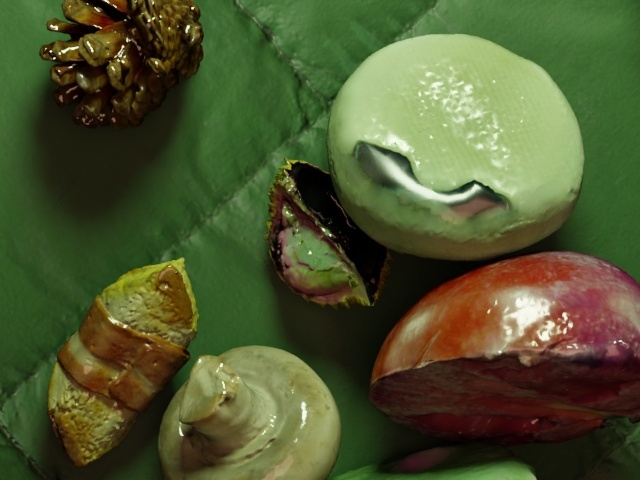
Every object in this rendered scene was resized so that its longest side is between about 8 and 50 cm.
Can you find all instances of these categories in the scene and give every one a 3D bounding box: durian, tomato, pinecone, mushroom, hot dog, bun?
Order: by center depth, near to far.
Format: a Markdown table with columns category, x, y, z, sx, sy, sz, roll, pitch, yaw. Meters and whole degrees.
| category | x | y | z | sx | sy | sz | roll | pitch | yaw |
| --- | --- | --- | --- | --- | --- | --- | --- | --- | --- |
| pinecone | -0.207 | -0.205 | 1.827 | 0.150 | 0.179 | 0.195 | 40 | 113 | 4 |
| tomato | 0.208 | 0.097 | 1.842 | 0.290 | 0.335 | 0.176 | 11 | 67 | -24 |
| mushroom | -0.086 | 0.196 | 1.848 | 0.204 | 0.204 | 0.204 | -1 | 94 | -8 |
| bun | 0.140 | -0.080 | 1.880 | 0.283 | 0.179 | 0.283 | 2 | 55 | -2 |
| hot dog | -0.215 | 0.120 | 1.890 | 0.123 | 0.093 | 0.261 | 35 | 104 | -17 |
| durian | -0.003 | 0.002 | 1.922 | 0.108 | 0.119 | 0.186 | -41 | 86 | 34 |

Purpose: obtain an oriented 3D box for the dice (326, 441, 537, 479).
| category | x | y | z | sx | sy | sz | roll | pitch | yaw |
| --- | --- | --- | --- | --- | --- | --- | --- | --- | --- |
| dice | 0.111 | 0.415 | 1.836 | 0.330 | 0.318 | 0.322 | -18 | 98 | -5 |
